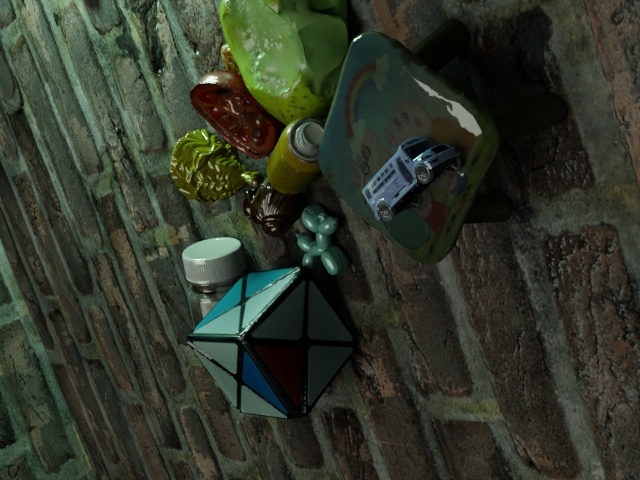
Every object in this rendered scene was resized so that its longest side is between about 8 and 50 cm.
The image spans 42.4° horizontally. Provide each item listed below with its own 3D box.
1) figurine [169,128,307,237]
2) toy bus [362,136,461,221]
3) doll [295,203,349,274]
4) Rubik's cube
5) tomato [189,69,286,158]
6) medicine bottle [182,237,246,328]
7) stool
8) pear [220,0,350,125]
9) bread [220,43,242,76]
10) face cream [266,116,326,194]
[{"bbox_3d":[-0.166,-0.127,1.871,0.315,0.168,0.187,23,143,30],"label":"figurine"},{"bbox_3d":[0.131,-0.096,1.218,0.076,0.073,0.167,57,143,11],"label":"toy bus"},{"bbox_3d":[0.000,0.000,1.799,0.159,0.059,0.159,-17,97,54],"label":"doll"},{"bbox_3d":[-0.107,0.228,1.856,0.246,0.248,0.250,-9,120,50],"label":"Rubik's cube"},{"bbox_3d":[-0.159,-0.284,1.768,0.228,0.101,0.228,31,158,14],"label":"tomato"},{"bbox_3d":[-0.252,0.144,2.092,0.165,0.165,0.274,15,120,45],"label":"medicine bottle"},{"bbox_3d":[0.185,-0.170,1.355,0.310,0.226,0.310,44,137,24],"label":"stool"},{"bbox_3d":[-0.072,-0.354,1.601,0.286,0.176,0.282,14,122,46],"label":"pear"},{"bbox_3d":[-0.168,-0.385,1.760,0.110,0.044,0.083,8,128,53],"label":"bread"},{"bbox_3d":[-0.038,-0.166,1.600,0.105,0.105,0.348,64,170,1],"label":"face cream"}]
